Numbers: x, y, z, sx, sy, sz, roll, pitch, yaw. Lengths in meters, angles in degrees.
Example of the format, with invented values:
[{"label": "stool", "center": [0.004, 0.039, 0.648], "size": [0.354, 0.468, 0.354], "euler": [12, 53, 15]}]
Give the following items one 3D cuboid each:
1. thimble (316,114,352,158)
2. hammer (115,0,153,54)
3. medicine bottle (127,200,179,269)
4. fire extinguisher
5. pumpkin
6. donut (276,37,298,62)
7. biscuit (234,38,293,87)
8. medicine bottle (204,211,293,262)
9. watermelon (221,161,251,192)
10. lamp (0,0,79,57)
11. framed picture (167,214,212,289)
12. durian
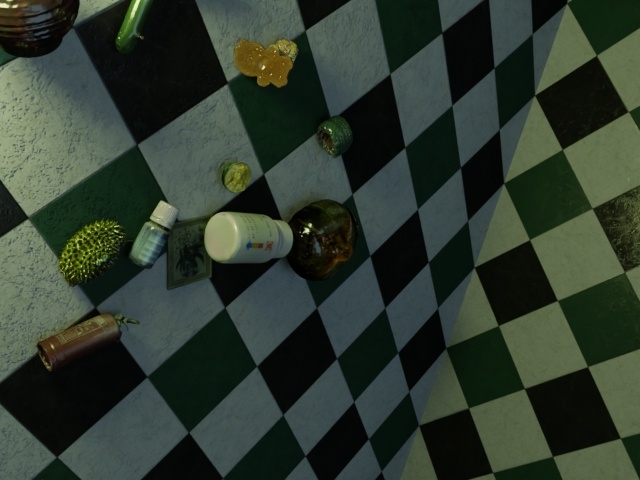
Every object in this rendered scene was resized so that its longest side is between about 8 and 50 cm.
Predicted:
[{"label": "thimble", "center": [0.051, -0.380, 2.218], "size": [0.090, 0.118, 0.135], "euler": [-37, 148, -24]}, {"label": "hammer", "center": [-0.449, -0.638, 1.567], "size": [0.206, 0.119, 0.335], "euler": [14, 104, -48]}, {"label": "medicine bottle", "center": [-0.498, -0.019, 1.826], "size": [0.083, 0.083, 0.203], "euler": [30, 86, -50]}, {"label": "fire extinguisher", "center": [-0.669, 0.282, 1.772], "size": [0.269, 0.105, 0.104], "euler": [-25, 125, -38]}, {"label": "pumpkin", "center": [0.000, 0.000, 2.291], "size": [0.320, 0.192, 0.320], "euler": [-21, 121, -41]}, {"label": "donut", "center": [-0.132, -0.574, 1.940], "size": [0.065, 0.108, 0.166], "euler": [35, 87, -25]}, {"label": "biscuit", "center": [-0.177, -0.543, 1.882], "size": [0.184, 0.027, 0.133], "euler": [8, 113, -4]}, {"label": "medicine bottle", "center": [-0.233, -0.007, 2.048], "size": [0.293, 0.170, 0.170], "euler": [3, 107, -52]}, {"label": "watermelon", "center": [-0.279, -0.211, 1.984], "size": [0.105, 0.062, 0.105], "euler": [-21, 127, -31]}, {"label": "lamp", "center": [-0.647, -0.524, 1.308], "size": [0.247, 0.247, 0.247], "euler": [-23, 124, -39]}, {"label": "framed picture", "center": [-0.426, 0.037, 1.987], "size": [0.173, 0.010, 0.231], "euler": [-17, 121, -42]}, {"label": "durian", "center": [-0.625, 0.031, 1.708], "size": [0.220, 0.095, 0.137], "euler": [-47, 138, -29]}]
